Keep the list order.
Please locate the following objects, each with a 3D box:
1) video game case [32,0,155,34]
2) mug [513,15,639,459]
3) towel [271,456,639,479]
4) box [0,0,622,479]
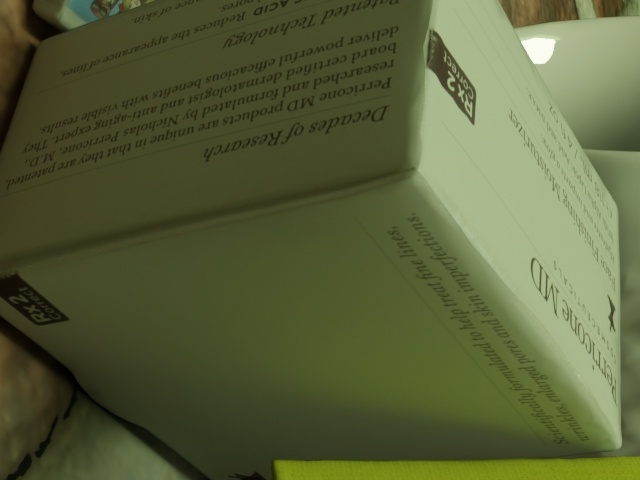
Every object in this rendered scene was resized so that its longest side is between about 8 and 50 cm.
[{"bbox_3d":[-0.013,-0.134,0.581,0.183,0.023,0.201,-60,145,-1],"label":"video game case"},{"bbox_3d":[0.227,0.072,0.687,0.276,0.374,0.328,-37,128,-53],"label":"mug"},{"bbox_3d":[0.104,0.113,0.437,0.102,0.237,0.021,-102,-163,-54],"label":"towel"},{"bbox_3d":[0.000,0.000,0.487,0.181,0.182,0.119,49,39,-43],"label":"box"}]
